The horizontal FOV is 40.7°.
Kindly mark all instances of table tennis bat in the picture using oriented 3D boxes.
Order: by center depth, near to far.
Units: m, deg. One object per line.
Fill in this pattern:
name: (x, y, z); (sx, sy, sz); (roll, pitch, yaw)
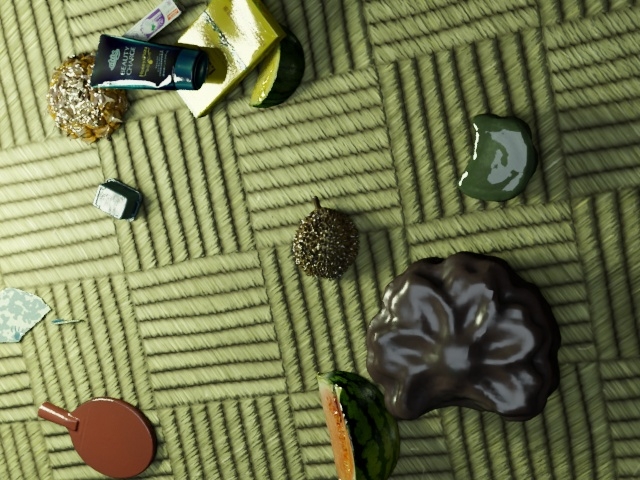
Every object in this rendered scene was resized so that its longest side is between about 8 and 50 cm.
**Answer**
table tennis bat: (-0.536, 0.459, 2.068); (0.310, 0.038, 0.200); (19, 104, 12)

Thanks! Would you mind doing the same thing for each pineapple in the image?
pineapple: (-0.527, -0.314, 1.908); (0.224, 0.076, 0.225); (4, 101, 18)

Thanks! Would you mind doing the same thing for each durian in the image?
durian: (0.000, 0.000, 1.799); (0.148, 0.091, 0.189); (-6, 96, 17)

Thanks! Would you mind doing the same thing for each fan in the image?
fan: (-0.759, 0.185, 2.099); (0.240, 0.009, 0.131); (-21, 93, 19)

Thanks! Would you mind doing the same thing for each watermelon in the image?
watermelon: (-0.078, -0.352, 1.789); (0.092, 0.075, 0.181); (35, 112, 56)
watermelon: (0.078, 0.433, 1.833); (0.159, 0.128, 0.303); (-9, 97, 18)

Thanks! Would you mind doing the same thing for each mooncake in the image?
mooncake: (0.336, -0.160, 1.665); (0.175, 0.104, 0.168); (-43, 90, 21)
mooncake: (0.275, 0.199, 1.701); (0.381, 0.212, 0.351); (-13, 90, 16)

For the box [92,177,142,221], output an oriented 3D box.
box: (-0.460, -0.090, 1.938); (0.099, 0.054, 0.074); (27, 104, 11)

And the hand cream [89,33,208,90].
hand cream: (-0.365, -0.367, 1.810); (0.270, 0.061, 0.120); (10, 87, 24)

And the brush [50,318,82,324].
brush: (-0.605, 0.191, 2.051); (0.083, 0.016, 0.013); (-7, 86, 18)

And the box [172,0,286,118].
box: (-0.210, -0.395, 1.783); (0.279, 0.041, 0.153); (-38, 88, 33)

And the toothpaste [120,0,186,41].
toothpaste: (-0.376, -0.450, 1.856); (0.196, 0.040, 0.047); (-34, 92, 19)
